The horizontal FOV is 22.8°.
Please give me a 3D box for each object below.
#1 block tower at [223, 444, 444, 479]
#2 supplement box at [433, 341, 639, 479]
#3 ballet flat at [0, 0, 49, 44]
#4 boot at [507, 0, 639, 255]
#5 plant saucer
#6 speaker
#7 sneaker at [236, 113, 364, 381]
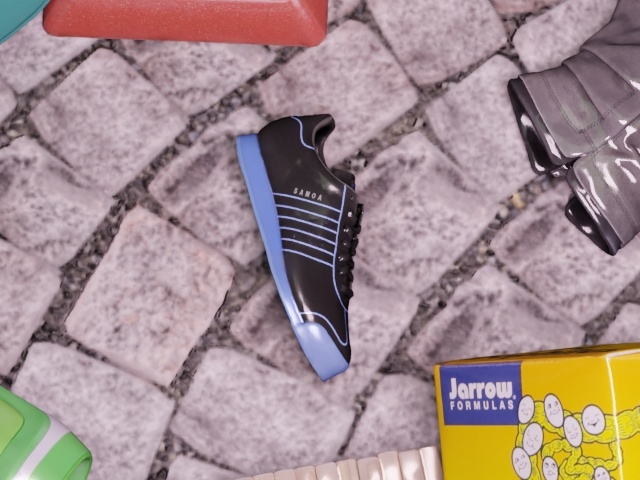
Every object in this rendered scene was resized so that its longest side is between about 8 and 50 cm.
[{"bbox_3d":[0.004,0.230,1.302,0.336,0.091,0.097,-11,78,-2],"label":"block tower"},{"bbox_3d":[0.231,0.256,1.182,0.195,0.194,0.356,-3,85,-35],"label":"supplement box"},{"bbox_3d":[-0.457,-0.159,1.367,0.483,0.164,0.182,-39,60,-5],"label":"ballet flat"},{"bbox_3d":[0.258,-0.175,1.374,0.223,0.118,0.338,-24,75,1],"label":"boot"},{"bbox_3d":[-0.118,-0.310,1.436,0.259,0.048,0.258,3,79,1],"label":"plant saucer"},{"bbox_3d":[-0.341,0.148,1.305,0.297,0.131,0.131,29,80,6],"label":"speaker"},{"bbox_3d":[0.000,0.000,1.353,0.091,0.081,0.232,-19,77,4],"label":"sneaker"}]
